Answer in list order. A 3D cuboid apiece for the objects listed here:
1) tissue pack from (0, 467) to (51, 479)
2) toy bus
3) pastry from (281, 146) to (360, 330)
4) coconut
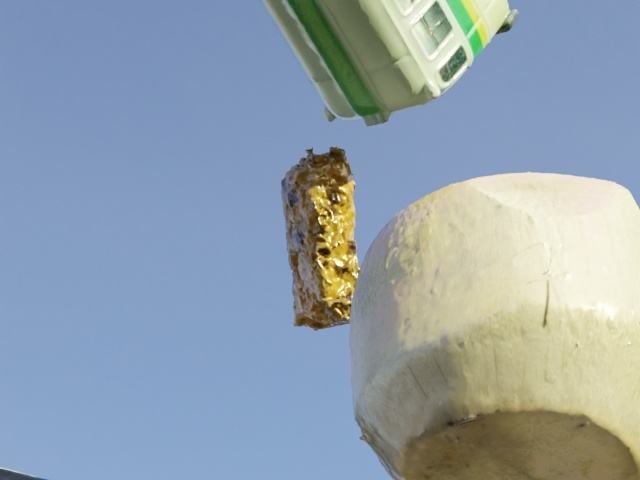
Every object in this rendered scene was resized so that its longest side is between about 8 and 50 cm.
[{"bbox_3d":[-0.362,0.466,1.549,0.264,0.416,0.253,12,-28,12],"label":"tissue pack"},{"bbox_3d":[0.017,-0.230,1.070,0.134,0.164,0.276,-9,-55,41],"label":"toy bus"},{"bbox_3d":[0.000,0.000,1.128,0.056,0.140,0.080,-2,-6,-25],"label":"pastry"},{"bbox_3d":[0.131,0.066,0.925,0.227,0.230,0.227,4,-44,4],"label":"coconut"}]
